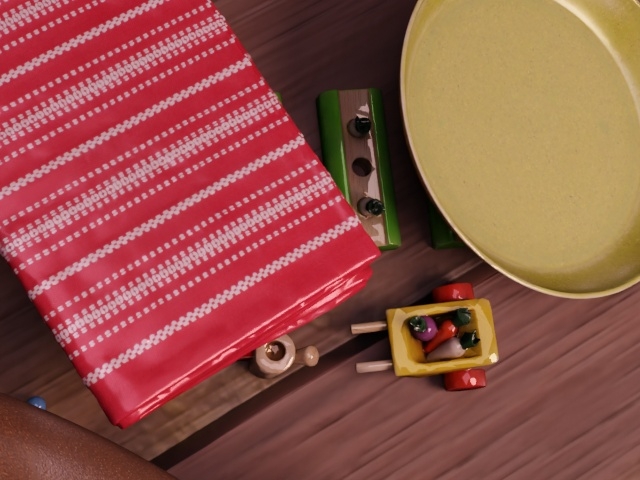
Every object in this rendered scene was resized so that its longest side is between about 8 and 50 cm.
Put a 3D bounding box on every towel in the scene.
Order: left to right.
[{"bbox_3d":[-0.112,-0.046,0.967,0.199,0.031,0.275,-31,84,-21],"label":"towel"}]

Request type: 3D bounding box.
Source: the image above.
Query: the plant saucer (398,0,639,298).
[{"bbox_3d":[0.143,-0.077,1.045,0.241,0.037,0.241,8,73,-29],"label":"plant saucer"}]

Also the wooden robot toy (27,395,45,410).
[{"bbox_3d":[-0.164,0.158,0.943,0.076,0.079,0.173,-33,85,-16],"label":"wooden robot toy"}]

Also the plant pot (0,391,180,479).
[{"bbox_3d":[-0.168,0.161,0.776,0.230,0.215,0.215,12,72,-48],"label":"plant pot"}]

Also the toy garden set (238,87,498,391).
[{"bbox_3d":[0.000,0.000,1.024,0.244,0.049,0.204,-4,79,-12],"label":"toy garden set"}]
